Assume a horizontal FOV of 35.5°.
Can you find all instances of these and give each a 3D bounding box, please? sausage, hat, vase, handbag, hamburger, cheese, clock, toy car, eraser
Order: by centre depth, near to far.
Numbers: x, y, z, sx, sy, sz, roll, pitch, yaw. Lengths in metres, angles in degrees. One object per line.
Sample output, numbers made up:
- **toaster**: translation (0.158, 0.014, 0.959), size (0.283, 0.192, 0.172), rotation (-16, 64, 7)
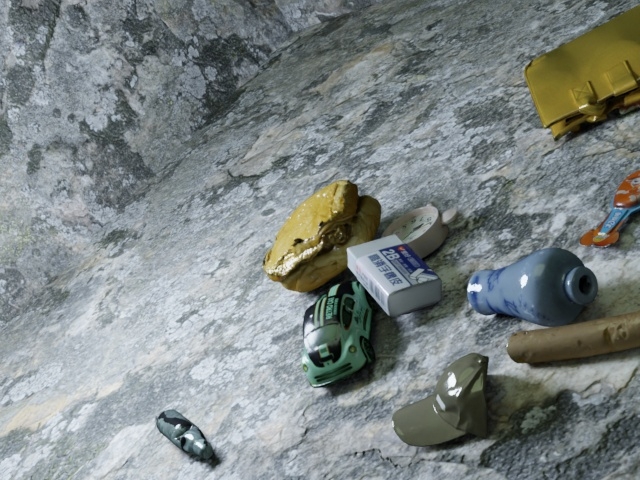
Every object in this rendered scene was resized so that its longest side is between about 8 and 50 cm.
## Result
- **sausage**: translation (0.454, 0.158, 1.648), size (0.301, 0.066, 0.066), rotation (-17, 28, 36)
- **hat**: translation (0.202, 0.260, 1.698), size (0.173, 0.144, 0.166), rotation (-4, 28, 8)
- **cheese**: translation (0.591, -0.067, 1.933), size (0.256, 0.037, 0.106), rotation (-44, 25, -26)
- **toy car**: translation (0.031, 0.172, 2.063), size (0.136, 0.125, 0.306), rotation (-24, 27, 20)
- **vase**: translation (-0.277, 0.406, 2.074), size (0.060, 0.060, 0.211), rotation (-42, 26, -19)
- **eraser**: translation (0.151, 0.069, 2.091), size (0.124, 0.068, 0.210), rotation (-17, 33, -16)
- **clock**: translation (0.214, -0.010, 2.261), size (0.229, 0.063, 0.155), rotation (-24, 23, 21)
- **handbag**: translation (0.691, -0.392, 2.327), size (0.401, 0.133, 0.283), rotation (-25, 30, 19)
- **hamburger**: translation (0.000, 0.000, 2.348), size (0.318, 0.158, 0.318), rotation (-41, 13, 12)

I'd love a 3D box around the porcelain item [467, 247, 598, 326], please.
- **porcelain item**: translation (0.379, 0.087, 1.795), size (0.141, 0.141, 0.259), rotation (-47, 20, -29)
